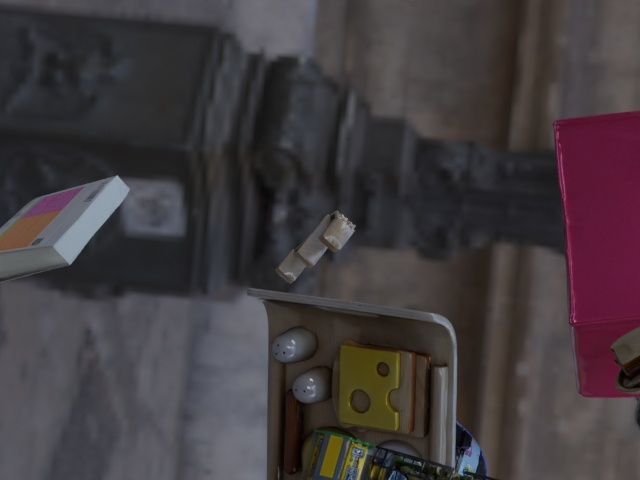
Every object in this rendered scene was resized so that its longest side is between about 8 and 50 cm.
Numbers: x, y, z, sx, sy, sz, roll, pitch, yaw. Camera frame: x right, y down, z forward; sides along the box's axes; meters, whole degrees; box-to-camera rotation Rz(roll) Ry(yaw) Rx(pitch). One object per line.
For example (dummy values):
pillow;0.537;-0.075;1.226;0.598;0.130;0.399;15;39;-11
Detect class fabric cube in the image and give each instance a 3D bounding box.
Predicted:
fabric cube;0.405;0.017;2.163;0.258;0.254;0.259;67;20;-66

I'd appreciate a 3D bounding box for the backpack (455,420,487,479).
backpack;0.094;0.270;2.071;0.117;0.158;0.173;-22;-149;53

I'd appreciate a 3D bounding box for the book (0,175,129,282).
book;-0.245;-0.012;1.720;0.035;0.144;0.096;51;57;-21

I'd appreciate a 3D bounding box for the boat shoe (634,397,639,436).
boat shoe;0.457;0.222;2.448;0.105;0.113;0.306;-53;-166;10

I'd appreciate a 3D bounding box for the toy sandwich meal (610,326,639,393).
toy sandwich meal;0.296;0.105;1.717;0.029;0.085;0.085;56;22;-16

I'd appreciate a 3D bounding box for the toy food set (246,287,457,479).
toy food set;0.019;0.207;1.907;0.092;0.220;0.306;-14;107;-58

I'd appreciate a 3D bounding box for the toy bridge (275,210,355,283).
toy bridge;0.000;0.000;2.058;0.063;0.026;0.188;-52;-174;-20

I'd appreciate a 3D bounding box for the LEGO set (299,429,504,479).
LEGO set;0.120;0.304;1.674;0.255;0.331;0.192;48;57;-74
